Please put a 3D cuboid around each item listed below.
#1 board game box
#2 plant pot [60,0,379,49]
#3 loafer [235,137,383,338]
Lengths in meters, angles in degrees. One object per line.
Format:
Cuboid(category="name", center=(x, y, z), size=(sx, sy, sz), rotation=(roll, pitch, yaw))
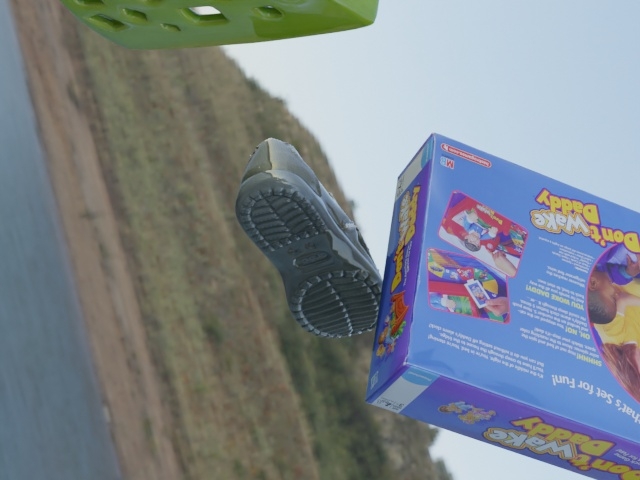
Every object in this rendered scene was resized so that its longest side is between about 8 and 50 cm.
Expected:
Cuboid(category="board game box", center=(0.223, 0.074, 1.008), size=(0.078, 0.347, 0.233), rotation=(127, -21, -52))
Cuboid(category="plant pot", center=(-0.095, -0.266, 0.784), size=(0.207, 0.227, 0.228), rotation=(14, 78, -61))
Cuboid(category="loafer", center=(0.000, 0.000, 1.050), size=(0.251, 0.094, 0.087), rotation=(63, 19, -49))
